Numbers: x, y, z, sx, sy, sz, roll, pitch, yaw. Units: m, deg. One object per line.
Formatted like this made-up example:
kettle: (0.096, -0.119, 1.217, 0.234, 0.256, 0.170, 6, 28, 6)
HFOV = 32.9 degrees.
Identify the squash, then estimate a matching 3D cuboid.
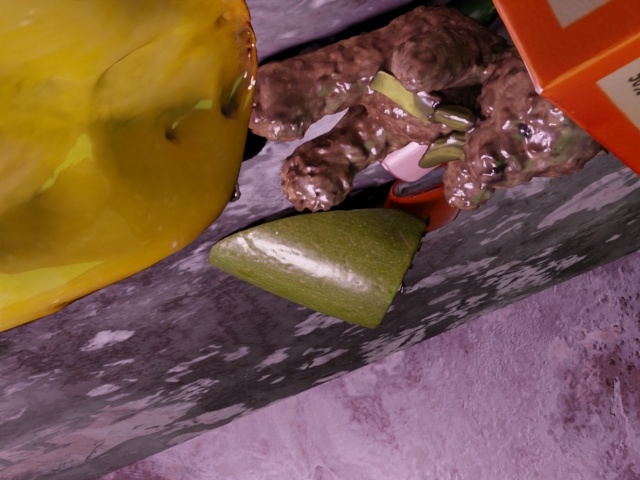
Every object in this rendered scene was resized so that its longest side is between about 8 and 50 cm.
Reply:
squash: (0.000, 0.000, 1.505, 0.189, 0.260, 0.189, 24, 90, -88)

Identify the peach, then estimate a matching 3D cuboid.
peach: (-0.206, -0.105, 0.608, 0.306, 0.242, 0.380, -42, 151, -6)

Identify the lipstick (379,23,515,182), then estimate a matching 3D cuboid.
lipstick: (0.196, -0.178, 1.163, 0.327, 0.087, 0.087, -34, 160, 35)

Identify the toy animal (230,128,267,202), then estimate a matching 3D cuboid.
toy animal: (-0.122, -0.070, 1.067, 0.220, 0.108, 0.062, -54, 173, -25)

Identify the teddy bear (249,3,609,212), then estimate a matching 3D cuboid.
teddy bear: (0.107, -0.100, 1.017, 0.296, 0.222, 0.246, -31, 139, -2)

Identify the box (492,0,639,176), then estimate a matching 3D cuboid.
box: (0.204, -0.235, 0.586, 0.257, 0.318, 0.348, -31, 161, 20)

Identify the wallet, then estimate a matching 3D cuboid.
wallet: (0.152, -0.059, 1.556, 0.142, 0.045, 0.204, -20, 164, -11)
